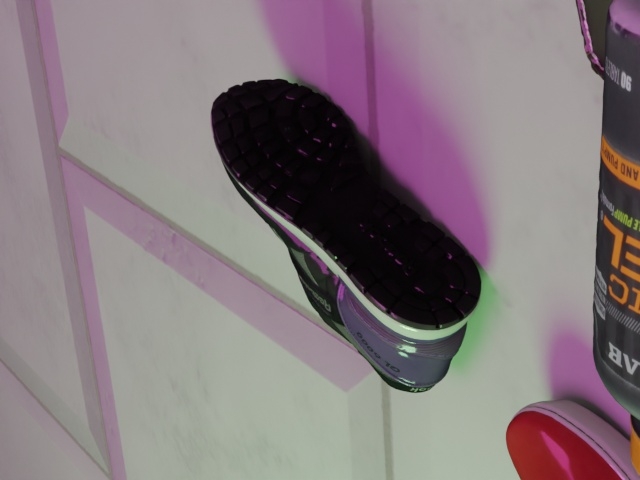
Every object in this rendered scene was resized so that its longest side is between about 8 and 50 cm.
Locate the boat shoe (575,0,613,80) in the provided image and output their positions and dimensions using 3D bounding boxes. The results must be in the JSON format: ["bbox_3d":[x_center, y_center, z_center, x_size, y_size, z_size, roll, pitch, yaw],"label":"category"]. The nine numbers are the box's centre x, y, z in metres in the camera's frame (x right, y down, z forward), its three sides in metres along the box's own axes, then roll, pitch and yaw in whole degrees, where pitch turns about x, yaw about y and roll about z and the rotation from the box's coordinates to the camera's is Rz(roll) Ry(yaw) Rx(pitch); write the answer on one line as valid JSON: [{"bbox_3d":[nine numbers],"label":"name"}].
[{"bbox_3d":[0.147,-0.181,0.600,0.081,0.068,0.228,30,132,49],"label":"boat shoe"}]

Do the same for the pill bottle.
[{"bbox_3d":[0.195,0.006,0.570,0.130,0.130,0.246,30,132,49],"label":"pill bottle"}]

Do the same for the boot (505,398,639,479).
[{"bbox_3d":[0.146,0.224,0.734,0.244,0.176,0.088,60,151,21],"label":"boot"}]

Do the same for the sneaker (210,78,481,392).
[{"bbox_3d":[0.000,0.000,0.926,0.283,0.107,0.124,52,152,30],"label":"sneaker"}]
